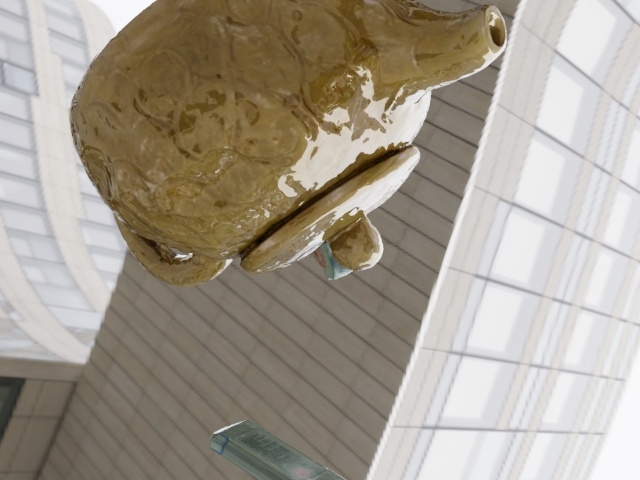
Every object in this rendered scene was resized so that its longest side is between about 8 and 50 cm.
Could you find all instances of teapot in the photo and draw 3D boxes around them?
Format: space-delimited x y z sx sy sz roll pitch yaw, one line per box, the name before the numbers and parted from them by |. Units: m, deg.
teapot | -0.026 -0.049 0.507 0.311 0.203 0.167 -35 -92 41

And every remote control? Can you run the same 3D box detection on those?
remote control | -0.030 0.180 0.710 0.124 0.053 0.018 24 -72 29

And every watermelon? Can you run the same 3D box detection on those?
watermelon | 0.000 0.000 0.686 0.061 0.085 0.085 -33 -120 37
